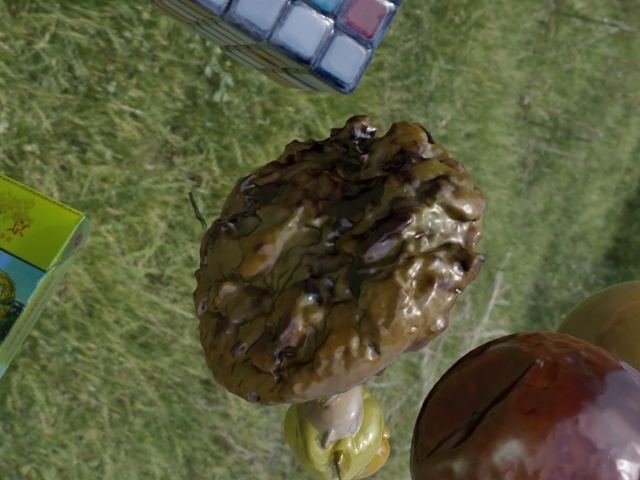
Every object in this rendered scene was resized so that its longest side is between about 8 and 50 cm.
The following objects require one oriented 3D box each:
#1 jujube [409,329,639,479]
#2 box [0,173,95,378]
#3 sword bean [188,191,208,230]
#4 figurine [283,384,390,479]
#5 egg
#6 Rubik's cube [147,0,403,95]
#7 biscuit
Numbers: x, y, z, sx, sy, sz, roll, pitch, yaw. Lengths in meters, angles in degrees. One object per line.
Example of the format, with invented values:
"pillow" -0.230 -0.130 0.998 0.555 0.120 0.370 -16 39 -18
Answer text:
"jujube" 0.159 0.159 0.573 0.236 0.168 0.168 45 63 -27
"box" -0.451 0.079 1.218 0.335 0.187 0.047 -61 161 -14
"sword bean" -0.184 -0.044 1.433 0.012 0.083 0.012 -16 137 -15
"figurine" 0.014 0.201 1.135 0.156 0.131 0.246 -75 161 -49
"egg" 0.517 0.210 1.455 0.373 0.301 0.301 6 106 -26
"Rubik's cube" -0.051 -0.365 1.127 0.287 0.292 0.293 -60 -159 1
"biscuit" 0.004 -0.002 0.875 0.081 0.289 0.334 53 13 -36
